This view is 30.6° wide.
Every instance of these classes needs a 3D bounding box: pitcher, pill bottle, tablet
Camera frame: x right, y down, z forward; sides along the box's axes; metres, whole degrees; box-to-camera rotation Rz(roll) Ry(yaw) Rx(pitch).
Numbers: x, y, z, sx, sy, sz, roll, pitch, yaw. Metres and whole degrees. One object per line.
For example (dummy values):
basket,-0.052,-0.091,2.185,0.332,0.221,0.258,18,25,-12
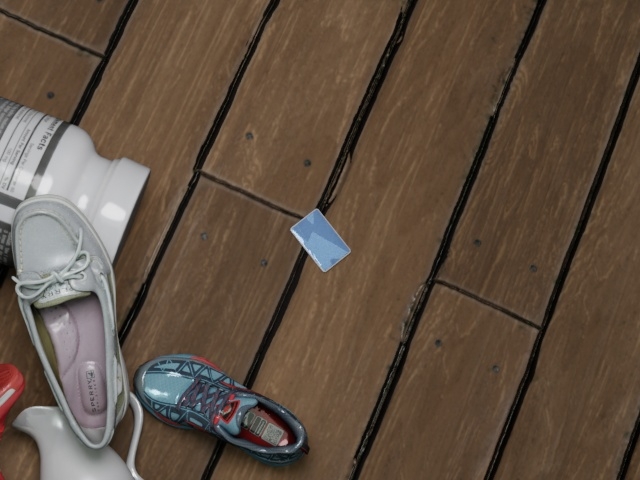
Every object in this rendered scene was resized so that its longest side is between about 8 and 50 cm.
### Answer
pitcher,-0.295,0.307,1.560,0.177,0.125,0.207,-17,71,-29
pill bottle,-0.426,-0.080,1.553,0.362,0.210,0.210,21,76,-7
tablet,0.000,0.000,1.725,0.054,0.006,0.083,-38,88,-15

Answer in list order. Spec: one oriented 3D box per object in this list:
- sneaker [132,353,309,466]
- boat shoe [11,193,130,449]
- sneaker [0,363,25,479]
sneaker,-0.129,0.223,1.596,0.261,0.125,0.104,23,76,-6
boat shoe,-0.310,0.101,1.456,0.118,0.103,0.321,-11,104,-5
sneaker,-0.438,0.261,1.530,0.221,0.087,0.128,-39,125,13
